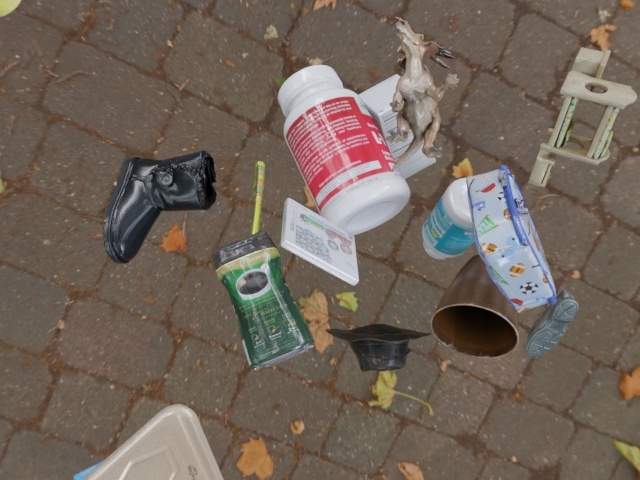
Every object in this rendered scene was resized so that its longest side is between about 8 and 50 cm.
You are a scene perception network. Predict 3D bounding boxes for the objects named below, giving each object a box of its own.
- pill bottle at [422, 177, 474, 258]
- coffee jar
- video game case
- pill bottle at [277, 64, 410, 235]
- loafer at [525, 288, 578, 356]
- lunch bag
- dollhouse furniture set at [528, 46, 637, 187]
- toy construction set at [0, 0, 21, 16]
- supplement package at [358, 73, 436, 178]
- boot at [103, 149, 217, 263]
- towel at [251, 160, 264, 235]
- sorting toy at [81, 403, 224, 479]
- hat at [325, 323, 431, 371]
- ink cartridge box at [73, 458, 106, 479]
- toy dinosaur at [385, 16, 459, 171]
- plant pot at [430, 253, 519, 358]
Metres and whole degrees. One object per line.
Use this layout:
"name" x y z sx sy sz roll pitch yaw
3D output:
"pill bottle" 0.375 -0.046 1.509 0.146 0.264 0.146 5 60 -9
"coffee jar" -0.084 0.082 0.766 0.096 0.079 0.184 -21 76 -3
"video game case" 0.000 0.000 0.986 0.157 0.143 0.019 30 120 -20
"pill bottle" 0.044 -0.234 1.385 0.229 0.229 0.407 -24 72 -1
"loafer" 0.786 0.283 1.851 0.096 0.084 0.267 18 122 -6
"lunch bag" 0.413 -0.010 1.176 0.115 0.243 0.303 -18 126 24
"dollhouse furniture set" 0.437 -0.193 0.892 0.101 0.161 0.181 22 140 20
"toy construction set" -0.309 -0.042 0.251 0.215 0.151 0.327 14 66 14
"supplement package" 0.216 -0.311 1.517 0.134 0.139 0.244 -30 136 -4
"boot" -0.329 -0.072 1.129 0.207 0.094 0.246 0 71 19
"towel" -0.117 -0.013 0.938 0.021 0.102 0.237 5 67 -5
"sorting toy" -0.188 0.273 0.505 0.208 0.038 0.192 -36 133 -32
"hat" 0.177 0.337 1.659 0.332 0.331 0.133 -1 88 -5
"ink cartridge box" -0.267 0.380 0.803 0.181 0.104 0.061 5 102 36
"toy dinosaur" 0.206 -0.291 1.120 0.127 0.200 0.295 4 128 7
"plant pot" 0.420 0.153 1.423 0.216 0.230 0.215 15 138 14
